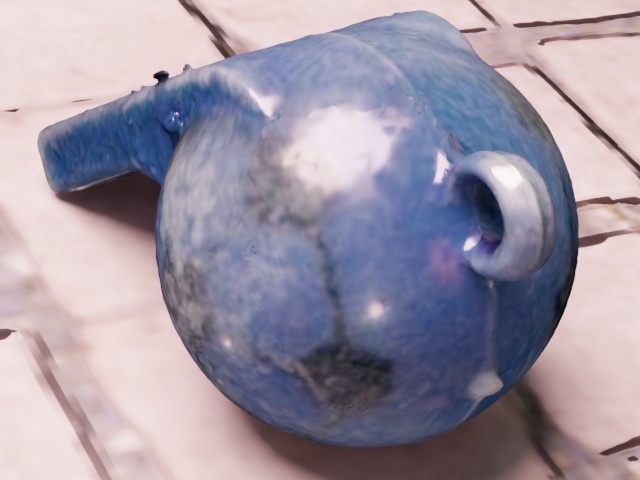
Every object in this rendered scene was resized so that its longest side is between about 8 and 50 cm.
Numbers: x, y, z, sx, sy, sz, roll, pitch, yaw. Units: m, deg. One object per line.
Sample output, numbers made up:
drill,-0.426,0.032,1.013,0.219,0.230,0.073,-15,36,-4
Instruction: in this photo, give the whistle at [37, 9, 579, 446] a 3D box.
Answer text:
whistle,0.000,0.000,0.389,0.090,0.090,0.158,-12,1,-28
